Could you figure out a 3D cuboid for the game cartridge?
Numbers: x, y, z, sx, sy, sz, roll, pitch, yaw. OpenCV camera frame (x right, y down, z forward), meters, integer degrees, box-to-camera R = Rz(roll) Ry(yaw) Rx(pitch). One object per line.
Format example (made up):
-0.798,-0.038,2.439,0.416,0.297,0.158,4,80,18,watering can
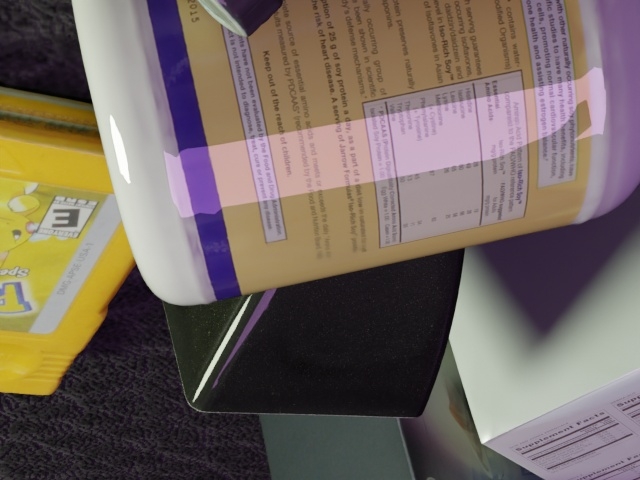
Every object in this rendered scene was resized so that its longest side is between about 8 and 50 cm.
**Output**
-0.277,0.010,0.946,0.285,0.053,0.324,8,138,-29,game cartridge

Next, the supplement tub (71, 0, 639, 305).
0.044,-0.110,0.727,0.331,0.241,0.241,-12,145,-3,supplement tub

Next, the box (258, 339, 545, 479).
0.124,0.245,1.204,0.294,0.296,0.183,17,135,-38,box

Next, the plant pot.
0.000,0.000,0.933,0.187,0.188,0.167,6,131,-26,plant pot

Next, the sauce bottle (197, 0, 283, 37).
0.062,-0.234,0.565,0.344,0.111,0.111,-47,141,-1,sauce bottle

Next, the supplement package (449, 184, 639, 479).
0.253,0.085,1.111,0.198,0.199,0.262,-30,143,22,supplement package
